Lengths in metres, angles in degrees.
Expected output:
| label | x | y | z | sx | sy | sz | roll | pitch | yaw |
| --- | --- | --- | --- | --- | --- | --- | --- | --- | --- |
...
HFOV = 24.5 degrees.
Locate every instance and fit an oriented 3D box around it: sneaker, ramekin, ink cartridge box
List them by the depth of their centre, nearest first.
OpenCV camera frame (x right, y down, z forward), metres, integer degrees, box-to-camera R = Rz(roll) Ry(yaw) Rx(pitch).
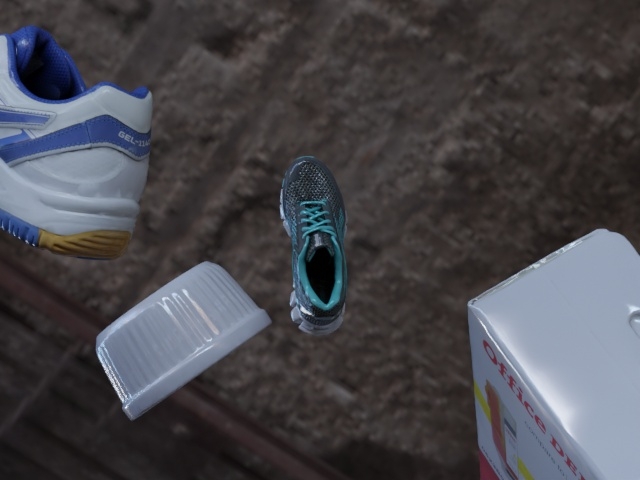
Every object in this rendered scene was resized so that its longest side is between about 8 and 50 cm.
| label | x | y | z | sx | sy | sz | roll | pitch | yaw |
| --- | --- | --- | --- | --- | --- | --- | --- | --- | --- |
| sneaker | -0.229 | -0.094 | 1.035 | 0.112 | 0.296 | 0.131 | 2 | -70 | -60 |
| sneaker | 0.000 | 0.000 | 1.344 | 0.076 | 0.065 | 0.166 | 119 | 144 | -77 |
| ink cartridge box | 0.282 | 0.214 | 1.420 | 0.160 | 0.279 | 0.384 | -28 | -33 | -11 |
| ramekin | -0.171 | 0.114 | 1.773 | 0.207 | 0.109 | 0.207 | -34 | -1 | -1 |
